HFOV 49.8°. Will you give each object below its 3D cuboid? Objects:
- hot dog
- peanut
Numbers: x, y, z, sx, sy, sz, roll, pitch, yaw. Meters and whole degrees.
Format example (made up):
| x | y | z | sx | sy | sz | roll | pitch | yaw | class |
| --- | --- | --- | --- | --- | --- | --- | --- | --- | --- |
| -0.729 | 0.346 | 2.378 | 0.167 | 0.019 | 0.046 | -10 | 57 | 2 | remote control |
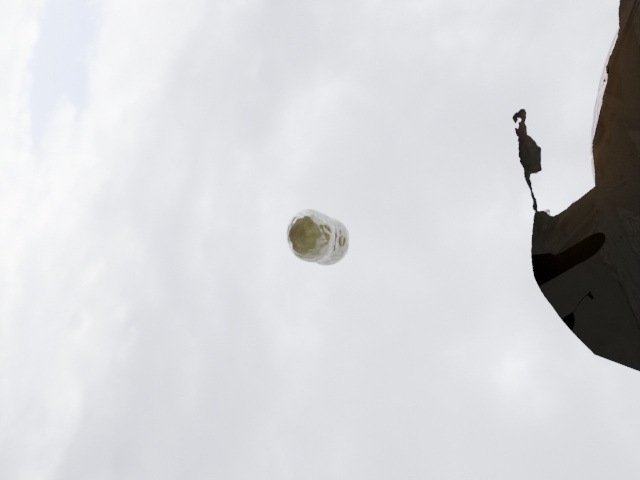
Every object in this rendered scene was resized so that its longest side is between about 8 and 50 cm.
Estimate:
| x | y | z | sx | sy | sz | roll | pitch | yaw | class |
| --- | --- | --- | --- | --- | --- | --- | --- | --- | --- |
| 0.261 | -0.085 | 0.490 | 0.194 | 0.107 | 0.326 | 43 | -66 | 41 | hot dog |
| 0.000 | 0.000 | 0.456 | 0.037 | 0.083 | 0.037 | -4 | -103 | 16 | peanut |
